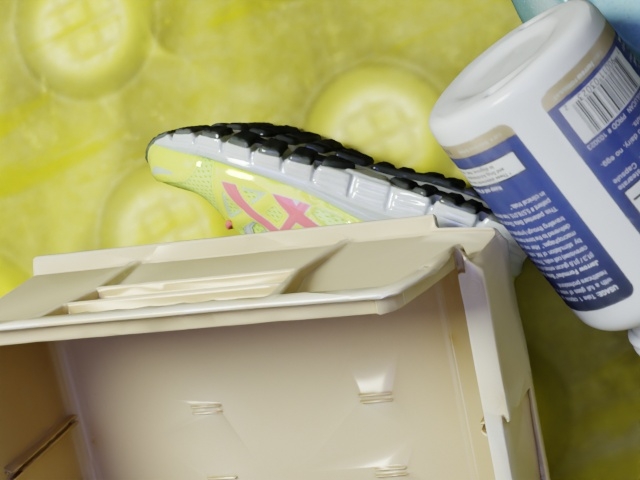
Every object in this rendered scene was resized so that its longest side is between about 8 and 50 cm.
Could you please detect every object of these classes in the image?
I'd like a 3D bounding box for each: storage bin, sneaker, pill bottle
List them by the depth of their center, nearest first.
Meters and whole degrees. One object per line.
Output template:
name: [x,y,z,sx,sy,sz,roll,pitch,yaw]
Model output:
pill bottle: [0.135,-0.018,0.804,0.094,0.094,0.169,-35,104,17]
storage bin: [-0.027,0.137,0.830,0.260,0.123,0.262,-6,106,22]
sneaker: [0.000,0.000,0.878,0.208,0.081,0.094,20,105,19]

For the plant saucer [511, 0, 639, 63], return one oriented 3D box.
plant saucer: [0.215,-0.181,0.791,0.318,0.044,0.317,3,97,26]
